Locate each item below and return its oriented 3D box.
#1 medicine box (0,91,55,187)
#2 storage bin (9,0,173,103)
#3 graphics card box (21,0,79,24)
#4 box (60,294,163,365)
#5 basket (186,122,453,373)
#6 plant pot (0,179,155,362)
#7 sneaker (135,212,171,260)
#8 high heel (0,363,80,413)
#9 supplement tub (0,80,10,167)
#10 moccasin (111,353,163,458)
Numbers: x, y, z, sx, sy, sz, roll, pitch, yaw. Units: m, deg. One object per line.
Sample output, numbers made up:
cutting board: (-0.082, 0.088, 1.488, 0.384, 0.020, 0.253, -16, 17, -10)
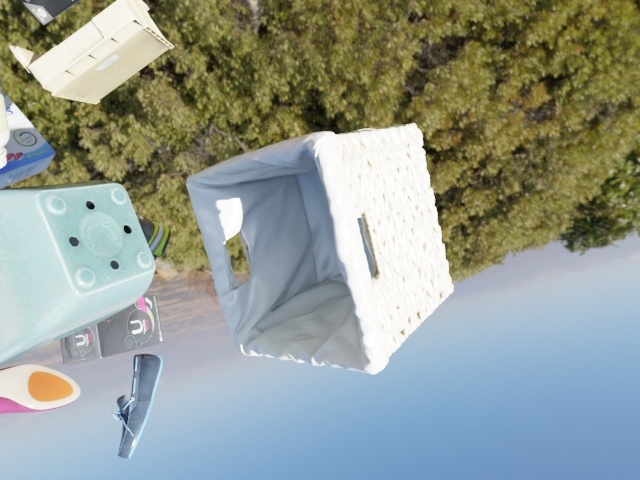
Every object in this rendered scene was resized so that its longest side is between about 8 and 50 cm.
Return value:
medicine box: (-1.172, -0.347, 1.573, 0.149, 0.289, 0.263, -30, -167, 38)
storage bin: (-0.508, -0.448, 1.018, 0.262, 0.123, 0.260, -33, -168, 4)
graphics card box: (-0.804, -0.882, 1.374, 0.371, 0.094, 0.233, -37, 146, -3)
box: (-0.633, 0.266, 1.356, 0.143, 0.165, 0.270, -15, 173, 17)
basket: (0.000, 0.000, 0.744, 0.331, 0.329, 0.266, -6, -167, 43)
plant pot: (-0.409, 0.028, 0.674, 0.252, 0.248, 0.247, -20, -177, 26)
sneaker: (-0.479, -0.034, 1.060, 0.299, 0.111, 0.121, 5, 154, 41)
high heel: (-0.859, 0.411, 1.173, 0.181, 0.127, 0.377, -36, 138, 27)
supplement tub: (-0.907, -0.342, 1.074, 0.235, 0.325, 0.235, 7, -153, -4)
moccasin: (-0.645, 0.561, 1.525, 0.116, 0.342, 0.138, 19, 138, -19)
